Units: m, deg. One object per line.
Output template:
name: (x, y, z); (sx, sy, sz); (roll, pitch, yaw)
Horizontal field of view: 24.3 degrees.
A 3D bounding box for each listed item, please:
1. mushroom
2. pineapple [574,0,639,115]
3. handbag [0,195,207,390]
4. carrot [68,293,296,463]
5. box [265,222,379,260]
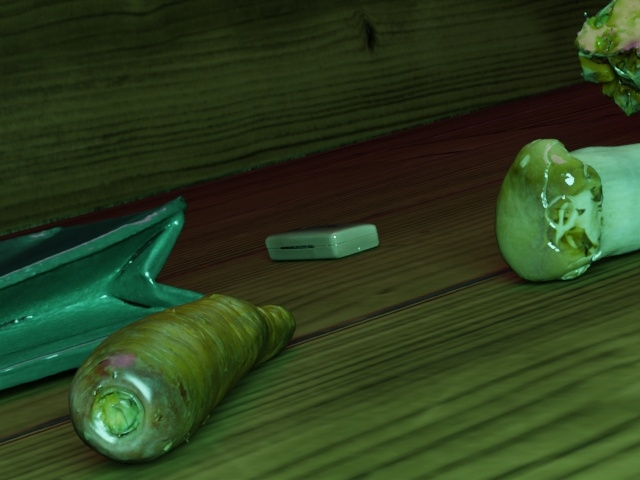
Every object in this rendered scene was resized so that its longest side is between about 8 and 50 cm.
mushroom: (0.201, -0.032, 0.856); (0.209, 0.084, 0.071); (-12, 26, -18)
pineapple: (0.453, -0.175, 1.436); (0.344, 0.209, 0.286); (-42, 46, -23)
handbag: (-0.228, 0.046, 1.016); (0.238, 0.089, 0.326); (-18, 7, -27)
carrot: (-0.057, 0.055, 0.708); (0.059, 0.059, 0.248); (-12, 3, 15)
box: (0.000, 0.000, 1.232); (0.048, 0.025, 0.115); (-18, 8, -29)
